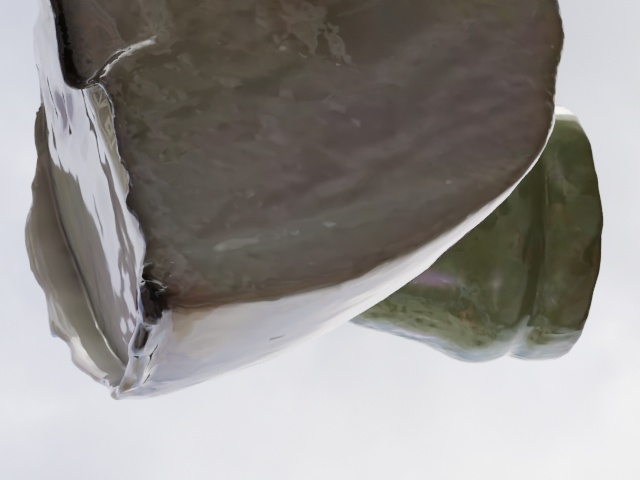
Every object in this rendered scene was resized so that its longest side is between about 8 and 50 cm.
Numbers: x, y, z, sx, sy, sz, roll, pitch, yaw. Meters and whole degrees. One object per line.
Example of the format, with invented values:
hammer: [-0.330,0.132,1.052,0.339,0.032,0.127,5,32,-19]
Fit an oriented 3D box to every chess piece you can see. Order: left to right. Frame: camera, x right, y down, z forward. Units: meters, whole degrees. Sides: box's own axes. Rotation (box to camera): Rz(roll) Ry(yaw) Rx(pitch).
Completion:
chess piece: [0.000,0.000,1.122,0.442,0.234,0.234,-2,-101,-12]

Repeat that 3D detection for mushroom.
mushroom: [-0.024,-0.051,0.479,0.173,0.162,0.236,-9,-118,-22]
